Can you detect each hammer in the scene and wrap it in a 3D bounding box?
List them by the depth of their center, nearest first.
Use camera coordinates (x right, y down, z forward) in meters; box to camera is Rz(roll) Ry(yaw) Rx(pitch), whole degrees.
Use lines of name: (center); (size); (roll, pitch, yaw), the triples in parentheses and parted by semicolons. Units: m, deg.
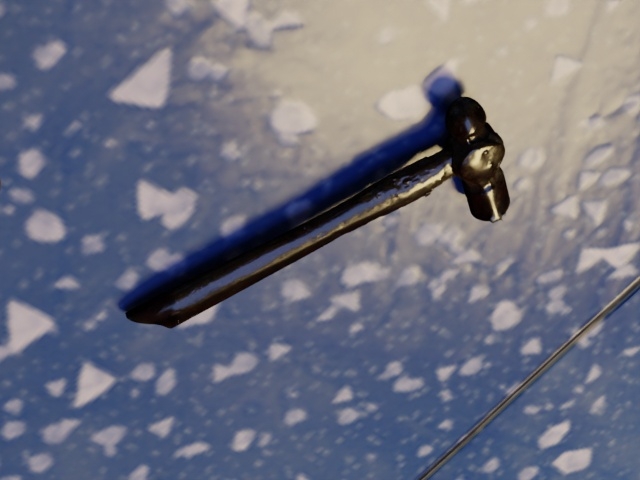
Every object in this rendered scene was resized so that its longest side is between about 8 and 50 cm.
hammer: (0.000, 0.000, 0.698); (0.178, 0.021, 0.065); (-28, 133, 0)
